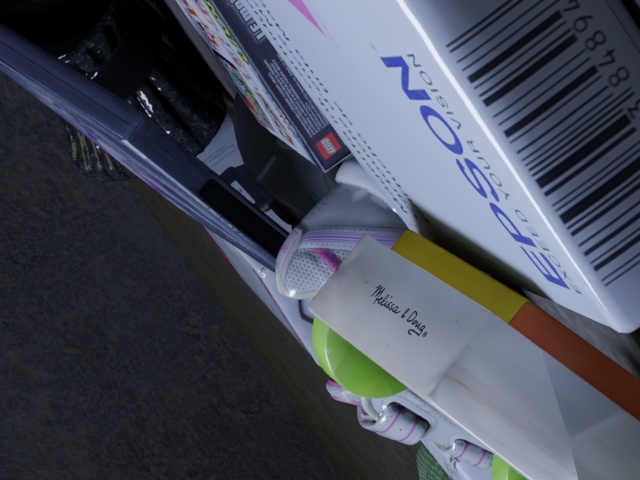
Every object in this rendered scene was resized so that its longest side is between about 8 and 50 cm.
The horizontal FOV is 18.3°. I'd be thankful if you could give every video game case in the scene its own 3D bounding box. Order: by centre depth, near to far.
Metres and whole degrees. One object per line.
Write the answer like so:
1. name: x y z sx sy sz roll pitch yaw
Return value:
1. video game case: -0.097 -0.045 1.284 0.196 0.026 0.274 32 176 41

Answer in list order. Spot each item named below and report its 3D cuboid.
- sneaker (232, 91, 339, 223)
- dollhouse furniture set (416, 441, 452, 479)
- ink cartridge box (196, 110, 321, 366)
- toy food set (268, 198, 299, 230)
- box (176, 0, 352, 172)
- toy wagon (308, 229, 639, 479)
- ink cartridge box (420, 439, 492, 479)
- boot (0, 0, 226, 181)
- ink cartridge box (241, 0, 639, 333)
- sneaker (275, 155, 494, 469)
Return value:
1. sneaker: -0.017 -0.045 1.275 0.152 0.053 0.061 56 176 -34
2. dollhouse furniture set: 0.150 0.356 1.826 0.301 0.151 0.197 54 173 -16
3. ink cartridge box: -0.034 -0.001 1.540 0.175 0.072 0.127 46 170 46
4. toy food set: 0.000 0.000 1.370 0.122 0.019 0.078 29 -165 -52
5. box: -0.055 -0.139 1.107 0.207 0.036 0.114 56 173 -28
6. toy wagon: 0.143 0.120 0.801 0.344 0.068 0.267 38 179 -28
7. ink cartridge box: 0.107 0.136 1.366 0.135 0.056 0.099 51 174 17
8. boot: -0.165 -0.144 1.438 0.260 0.131 0.348 58 176 -25
9. ink cartridge box: -0.012 -0.130 0.732 0.324 0.071 0.330 53 172 -13
10. sneaker: 0.065 0.070 1.061 0.252 0.111 0.103 53 174 -4
